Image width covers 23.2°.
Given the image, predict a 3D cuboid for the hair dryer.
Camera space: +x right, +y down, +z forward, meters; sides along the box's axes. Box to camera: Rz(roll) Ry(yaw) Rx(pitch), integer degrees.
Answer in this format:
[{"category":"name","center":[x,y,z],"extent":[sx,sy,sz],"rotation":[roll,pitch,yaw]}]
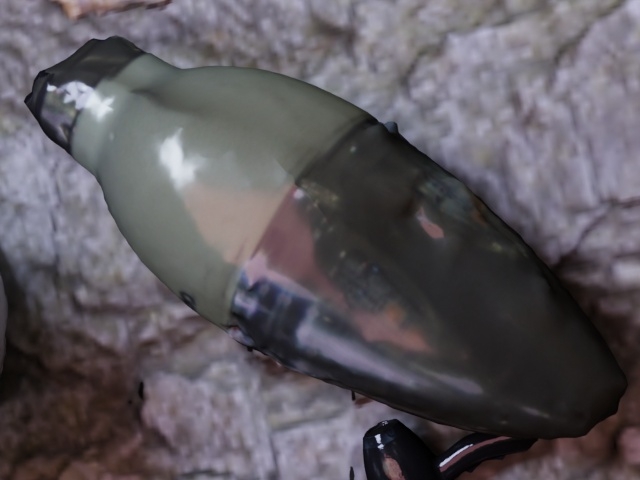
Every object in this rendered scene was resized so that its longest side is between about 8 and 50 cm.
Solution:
[{"category":"hair dryer","center":[0.064,0.096,0.609],"extent":[0.083,0.031,0.079],"rotation":[-27,97,16]}]

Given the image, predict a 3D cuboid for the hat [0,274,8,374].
[{"category":"hat","center":[-0.210,0.040,0.660],"extent":[0.203,0.126,0.203],"rotation":[3,98,23]}]

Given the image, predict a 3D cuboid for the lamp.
[{"category":"lamp","center":[0.000,0.000,0.582],"extent":[0.250,0.101,0.101],"rotation":[34,108,11]}]
